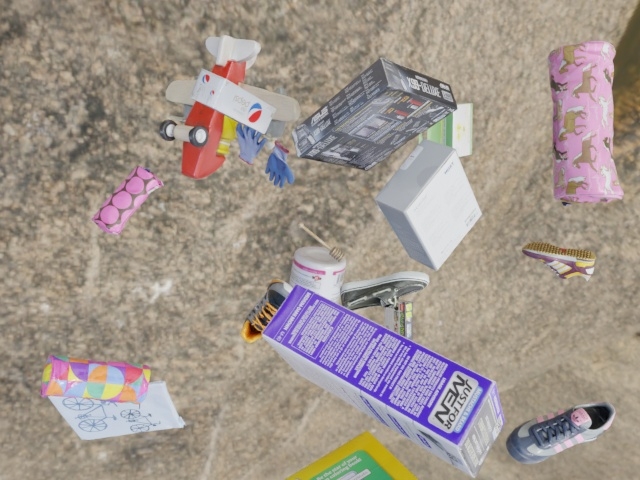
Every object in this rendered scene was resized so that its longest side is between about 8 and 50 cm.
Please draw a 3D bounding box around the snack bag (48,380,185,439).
[{"bbox_3d":[-0.605,0.508,1.908,0.342,0.037,0.323,-6,140,-3],"label":"snack bag"}]

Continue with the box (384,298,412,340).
[{"bbox_3d":[0.265,0.306,2.155,0.036,0.207,0.114,-2,-176,-33],"label":"box"}]

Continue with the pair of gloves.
[{"bbox_3d":[-0.144,-0.224,1.649,0.023,0.198,0.159,-47,167,-31],"label":"pair of gloves"}]

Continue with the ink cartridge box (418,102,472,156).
[{"bbox_3d":[0.403,-0.348,2.016,0.235,0.056,0.171,-17,110,-45],"label":"ink cartridge box"}]

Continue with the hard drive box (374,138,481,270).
[{"bbox_3d":[0.242,-0.074,1.383,0.181,0.089,0.232,-50,138,-13],"label":"hard drive box"}]

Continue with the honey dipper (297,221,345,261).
[{"bbox_3d":[0.000,0.000,1.756,0.160,0.030,0.030,40,122,-9],"label":"honey dipper"}]

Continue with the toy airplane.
[{"bbox_3d":[-0.263,-0.390,1.817,0.384,0.386,0.272,-30,147,15],"label":"toy airplane"}]

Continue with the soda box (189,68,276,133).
[{"bbox_3d":[-0.191,-0.306,1.411,0.216,0.074,0.069,13,104,-64],"label":"soda box"}]

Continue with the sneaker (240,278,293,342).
[{"bbox_3d":[-0.105,0.154,1.326,0.084,0.083,0.215,39,141,1],"label":"sneaker"}]

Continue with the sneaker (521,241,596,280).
[{"bbox_3d":[0.625,0.061,1.674,0.185,0.069,0.084,12,118,22],"label":"sneaker"}]

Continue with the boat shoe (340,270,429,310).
[{"bbox_3d":[0.157,0.130,1.524,0.219,0.070,0.078,-12,147,9],"label":"boat shoe"}]

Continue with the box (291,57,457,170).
[{"bbox_3d":[0.121,-0.277,1.464,0.242,0.076,0.307,5,153,-42],"label":"box"}]

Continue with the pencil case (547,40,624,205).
[{"bbox_3d":[0.631,-0.280,1.508,0.160,0.386,0.167,-3,178,8],"label":"pencil case"}]

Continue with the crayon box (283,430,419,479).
[{"bbox_3d":[0.039,0.565,1.194,0.363,0.313,0.106,-22,119,-25],"label":"crayon box"}]

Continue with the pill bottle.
[{"bbox_3d":[-0.023,0.174,1.940,0.160,0.160,0.283,3,110,-23],"label":"pill bottle"}]

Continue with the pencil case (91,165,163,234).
[{"bbox_3d":[-0.533,-0.108,1.754,0.209,0.098,0.095,-53,164,-9],"label":"pencil case"}]

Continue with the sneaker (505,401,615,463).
[{"bbox_3d":[0.637,0.492,1.671,0.319,0.112,0.131,-11,143,-24],"label":"sneaker"}]

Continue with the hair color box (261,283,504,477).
[{"bbox_3d":[0.094,0.206,0.949,0.110,0.339,0.185,-54,147,-16],"label":"hair color box"}]

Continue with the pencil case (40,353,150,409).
[{"bbox_3d":[-0.503,0.316,1.423,0.236,0.104,0.104,17,132,-33],"label":"pencil case"}]
